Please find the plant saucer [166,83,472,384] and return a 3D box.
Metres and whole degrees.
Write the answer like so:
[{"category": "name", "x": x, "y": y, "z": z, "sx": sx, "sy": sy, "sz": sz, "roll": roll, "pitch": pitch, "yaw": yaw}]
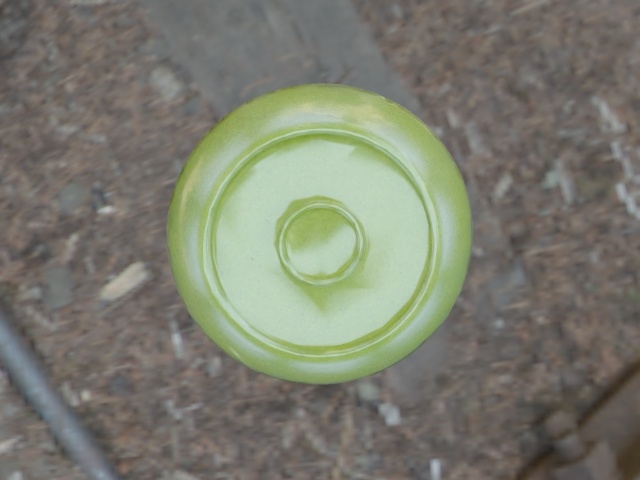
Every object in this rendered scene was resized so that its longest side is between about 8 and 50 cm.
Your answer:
[{"category": "plant saucer", "x": 0.000, "y": 0.000, "z": 1.467, "sx": 0.241, "sy": 0.037, "sz": 0.241, "roll": 0, "pitch": 102, "yaw": -1}]
